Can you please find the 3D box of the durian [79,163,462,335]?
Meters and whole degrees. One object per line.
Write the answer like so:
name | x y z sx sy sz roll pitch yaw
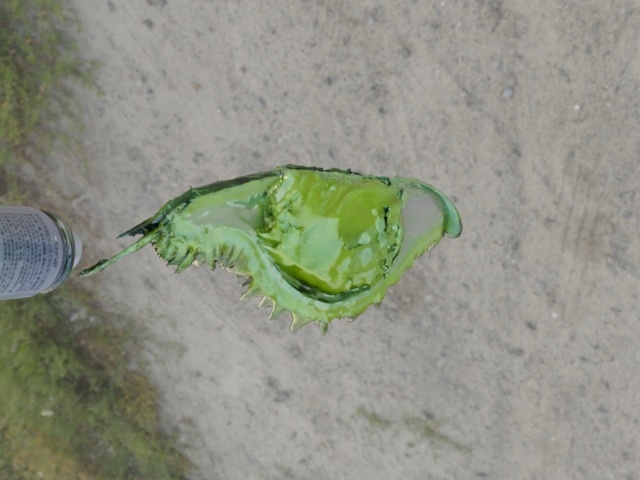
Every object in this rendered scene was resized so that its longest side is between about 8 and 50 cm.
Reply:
durian | -0.004 0.000 0.659 0.106 0.375 0.132 41 125 45

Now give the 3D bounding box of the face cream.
face cream | -0.259 0.009 0.566 0.075 0.229 0.075 0 89 23
